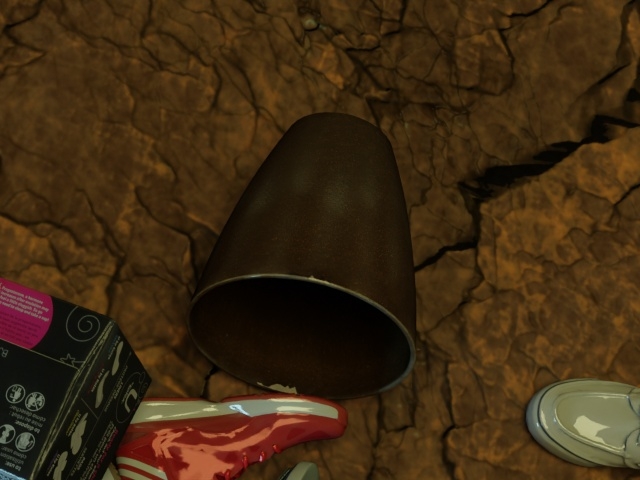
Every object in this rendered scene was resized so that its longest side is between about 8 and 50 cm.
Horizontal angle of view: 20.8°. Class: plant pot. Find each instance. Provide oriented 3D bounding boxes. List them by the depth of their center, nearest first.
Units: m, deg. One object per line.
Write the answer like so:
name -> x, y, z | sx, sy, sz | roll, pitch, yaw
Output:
plant pot -> 0.000, 0.000, 1.667 | 0.215, 0.215, 0.230 | 18, 55, -9

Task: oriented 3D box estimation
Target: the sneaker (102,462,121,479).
sneaker -> -0.218, 0.346, 1.545 | 0.153, 0.099, 0.282 | -12, 71, -22

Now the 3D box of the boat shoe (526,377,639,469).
boat shoe -> 0.337, 0.186, 1.744 | 0.258, 0.084, 0.095 | 9, 72, -12

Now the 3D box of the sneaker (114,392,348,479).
sneaker -> -0.083, 0.213, 1.632 | 0.221, 0.087, 0.128 | -2, 74, -2

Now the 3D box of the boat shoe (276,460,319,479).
boat shoe -> -0.069, 0.271, 1.627 | 0.083, 0.065, 0.183 | 9, 45, 24

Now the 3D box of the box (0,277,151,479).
box -> -0.300, 0.126, 1.527 | 0.247, 0.142, 0.163 | 18, 69, 19
